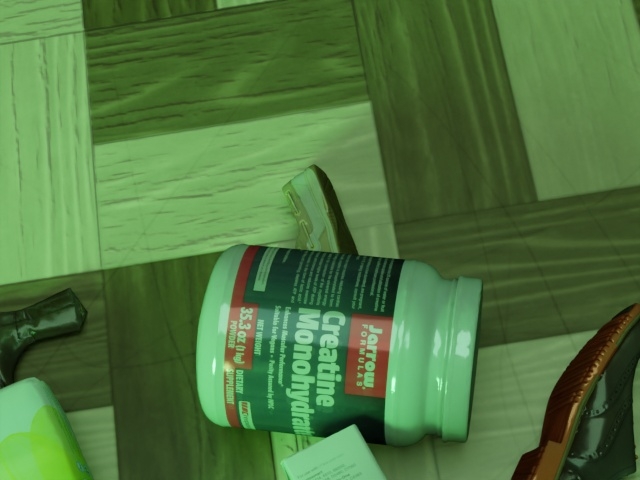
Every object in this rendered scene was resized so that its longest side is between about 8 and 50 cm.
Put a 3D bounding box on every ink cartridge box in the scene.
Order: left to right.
[{"bbox_3d":[0.049,0.299,1.440,0.086,0.148,0.203,-26,64,-7],"label":"ink cartridge box"}]

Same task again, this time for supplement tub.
[{"bbox_3d":[0.022,0.108,1.517,0.272,0.191,0.191,5,64,8],"label":"supplement tub"}]

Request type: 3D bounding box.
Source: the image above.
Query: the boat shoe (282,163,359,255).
[{"bbox_3d":[0.000,0.000,1.653,0.059,0.063,0.170,-26,62,18],"label":"boat shoe"}]

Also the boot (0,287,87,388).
[{"bbox_3d":[-0.308,0.111,1.633,0.114,0.037,0.106,-16,65,-9],"label":"boot"}]

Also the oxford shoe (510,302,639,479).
[{"bbox_3d":[0.283,0.191,1.522,0.098,0.097,0.271,32,73,-2],"label":"oxford shoe"}]

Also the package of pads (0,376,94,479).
[{"bbox_3d":[-0.370,0.296,1.506,0.296,0.101,0.229,-25,65,-8],"label":"package of pads"}]
